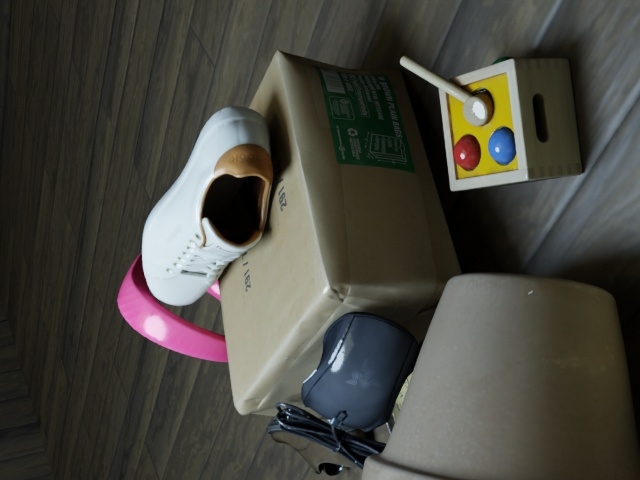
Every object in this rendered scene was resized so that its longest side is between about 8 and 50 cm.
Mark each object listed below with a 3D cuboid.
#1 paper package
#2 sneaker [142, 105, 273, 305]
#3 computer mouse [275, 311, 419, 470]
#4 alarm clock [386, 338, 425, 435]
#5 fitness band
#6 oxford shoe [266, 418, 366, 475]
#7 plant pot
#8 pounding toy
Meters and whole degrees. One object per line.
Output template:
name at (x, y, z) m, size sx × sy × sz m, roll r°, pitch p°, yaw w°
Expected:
paper package at (0.000, 0.000, 1.027) m, size 0.309 × 0.168 × 0.324 m, roll 125°, pitch 142°, yaw -48°
sneaker at (-0.132, -0.005, 0.987) m, size 0.123 × 0.106 × 0.290 m, roll -107°, pitch 33°, yaw -42°
computer mouse at (0.058, 0.184, 0.905) m, size 0.262 × 0.184 × 0.060 m, roll -60°, pitch 4°, yaw 50°
alarm clock at (0.136, 0.214, 1.001) m, size 0.129 × 0.064 × 0.192 m, roll -50°, pitch 51°, yaw 52°
fitness band at (-0.169, 0.089, 1.202) m, size 0.054 × 0.209 × 0.291 m, roll -62°, pitch 9°, yaw 13°
oxford shoe at (-0.011, 0.292, 1.257) m, size 0.227 × 0.083 × 0.096 m, roll -15°, pitch 88°, yaw 61°
plant pot at (0.175, 0.152, 0.781) m, size 0.263 × 0.263 × 0.229 m, roll -9°, pitch 71°, yaw 60°
pounding toy at (0.161, -0.122, 0.843) m, size 0.130 × 0.100 × 0.141 m, roll -5°, pitch 92°, yaw 60°
